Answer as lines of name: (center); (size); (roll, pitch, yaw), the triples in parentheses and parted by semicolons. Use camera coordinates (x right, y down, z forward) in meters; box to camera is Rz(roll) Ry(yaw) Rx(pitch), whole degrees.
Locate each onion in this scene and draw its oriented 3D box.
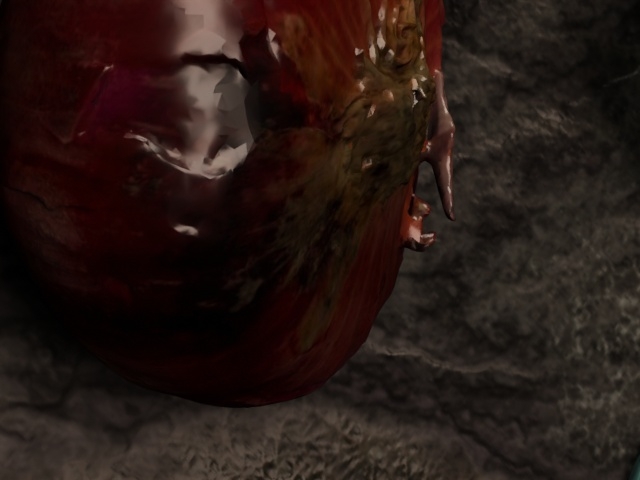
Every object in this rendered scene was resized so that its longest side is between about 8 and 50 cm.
onion: (-0.077, -0.081, 0.927); (0.347, 0.285, 0.348); (-38, 133, -56)

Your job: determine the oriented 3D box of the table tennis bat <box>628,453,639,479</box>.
table tennis bat: (0.297, 0.169, 1.215); (0.201, 0.033, 0.124); (-42, 105, -26)
